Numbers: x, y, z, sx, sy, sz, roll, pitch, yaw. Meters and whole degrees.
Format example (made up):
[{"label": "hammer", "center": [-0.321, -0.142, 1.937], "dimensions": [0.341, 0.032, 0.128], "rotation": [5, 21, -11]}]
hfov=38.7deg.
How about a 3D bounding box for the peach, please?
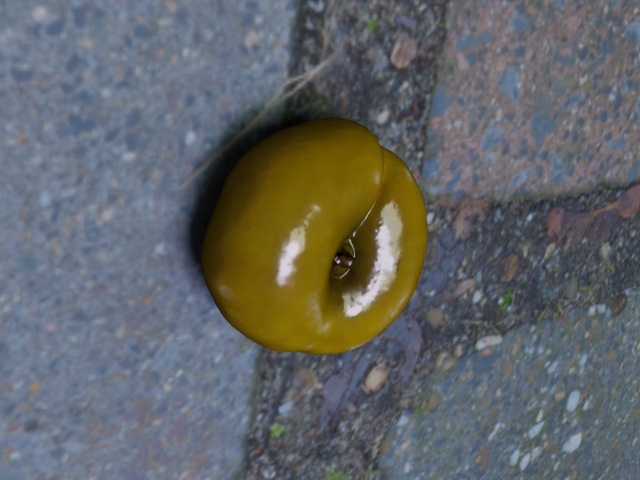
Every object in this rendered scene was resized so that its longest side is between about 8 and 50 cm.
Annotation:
[{"label": "peach", "center": [0.000, 0.000, 0.654], "dimensions": [0.179, 0.103, 0.179], "rotation": [-17, 118, -37]}]
